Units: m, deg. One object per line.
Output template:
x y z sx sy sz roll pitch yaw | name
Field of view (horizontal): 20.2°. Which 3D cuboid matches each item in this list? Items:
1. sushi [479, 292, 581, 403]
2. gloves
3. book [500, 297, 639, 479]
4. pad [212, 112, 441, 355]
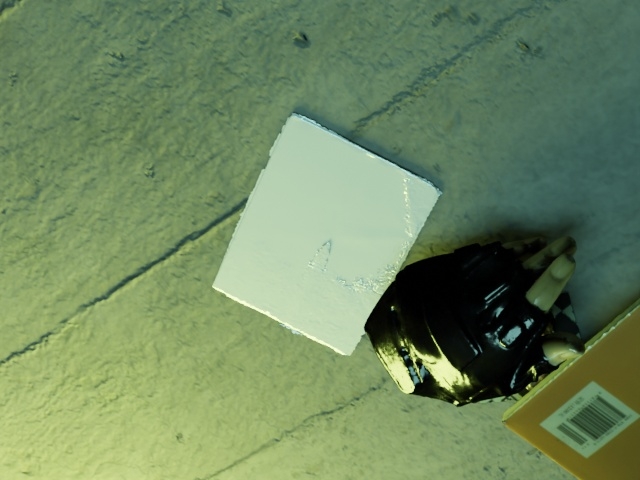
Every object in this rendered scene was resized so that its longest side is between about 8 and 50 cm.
0.179 0.108 1.659 0.126 0.026 0.120 -5 121 24 | sushi
0.147 0.063 1.578 0.164 0.124 0.203 43 138 3 | gloves
0.386 0.196 1.628 0.374 0.028 0.262 36 126 -11 | book
0.000 0.000 1.666 0.156 0.004 0.232 27 128 0 | pad
